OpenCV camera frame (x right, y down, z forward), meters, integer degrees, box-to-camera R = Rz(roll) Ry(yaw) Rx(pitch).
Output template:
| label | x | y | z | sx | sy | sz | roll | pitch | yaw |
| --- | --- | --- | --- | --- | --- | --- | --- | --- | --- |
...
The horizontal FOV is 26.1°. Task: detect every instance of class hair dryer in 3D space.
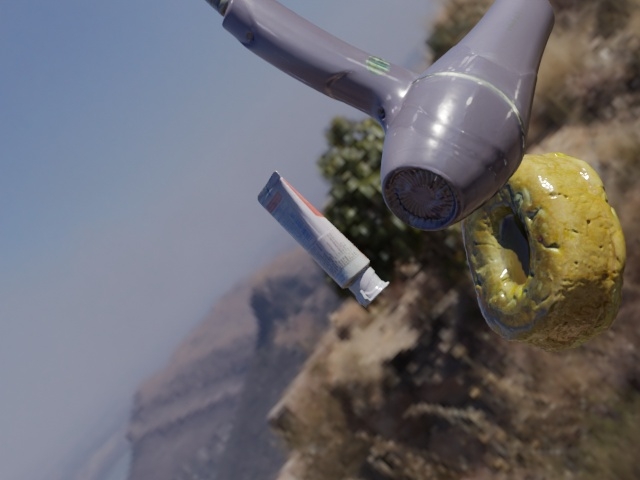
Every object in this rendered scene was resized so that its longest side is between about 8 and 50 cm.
| label | x | y | z | sx | sy | sz | roll | pitch | yaw |
| --- | --- | --- | --- | --- | --- | --- | --- | --- | --- |
| hair dryer | 0.034 | -0.186 | 1.233 | 0.301 | 0.361 | 0.121 | -59 | -2 | -43 |

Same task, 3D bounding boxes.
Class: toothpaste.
| label | x | y | z | sx | sy | sz | roll | pitch | yaw |
| --- | --- | --- | --- | --- | --- | --- | --- | --- | --- |
| toothpaste | 0.000 | 0.000 | 2.026 | 0.057 | 0.234 | 0.089 | -44 | -4 | -34 |

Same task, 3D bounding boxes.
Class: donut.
| label | x | y | z | sx | sy | sz | roll | pitch | yaw |
| --- | --- | --- | --- | --- | --- | --- | --- | --- | --- |
| donut | 0.285 | 0.009 | 1.777 | 0.128 | 0.261 | 0.208 | 1 | -29 | -34 |
